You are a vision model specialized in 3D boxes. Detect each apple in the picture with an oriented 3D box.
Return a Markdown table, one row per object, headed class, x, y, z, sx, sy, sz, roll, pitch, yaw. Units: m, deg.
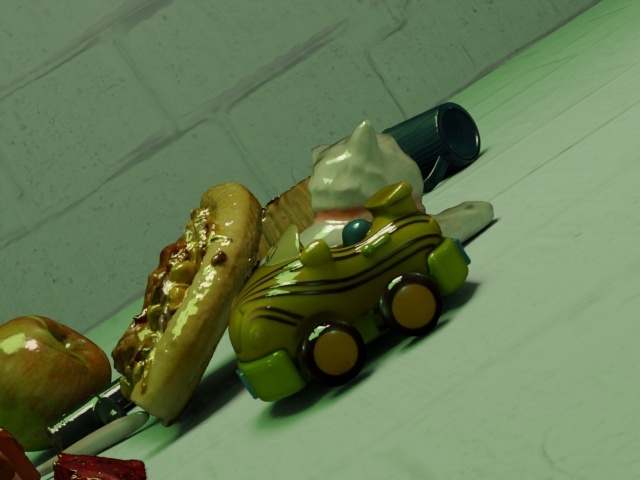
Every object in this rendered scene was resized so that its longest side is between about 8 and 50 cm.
| class | x | y | z | sx | sy | sz | roll | pitch | yaw |
| --- | --- | --- | --- | --- | --- | --- | --- | --- | --- |
| apple | -0.405 | 0.207 | 1.837 | 0.196 | 0.196 | 0.196 | -32 | 6 | 4 |

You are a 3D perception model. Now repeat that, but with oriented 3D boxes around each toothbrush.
| class | x | y | z | sx | sy | sz | roll | pitch | yaw |
| --- | --- | --- | --- | --- | --- | --- | --- | --- | --- |
| toothbrush | -0.326 | 0.278 | 1.632 | 0.307 | 0.025 | 0.029 | -30 | -1 | 26 |

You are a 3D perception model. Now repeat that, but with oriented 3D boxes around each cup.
| class | x | y | z | sx | sy | sz | roll | pitch | yaw |
| --- | --- | --- | --- | --- | --- | --- | --- | --- | --- |
| cup | 0.183 | -0.139 | 2.118 | 0.113 | 0.150 | 0.138 | 9 | -23 | -41 |

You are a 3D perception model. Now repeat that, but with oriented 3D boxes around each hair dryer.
| class | x | y | z | sx | sy | sz | roll | pitch | yaw |
| --- | --- | --- | --- | --- | --- | --- | --- | --- | --- |
| hair dryer | -0.262 | 0.220 | 1.708 | 0.173 | 0.050 | 0.195 | -36 | 11 | -27 |

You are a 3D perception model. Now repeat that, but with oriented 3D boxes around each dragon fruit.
| class | x | y | z | sx | sy | sz | roll | pitch | yaw |
| --- | --- | --- | --- | --- | --- | --- | --- | --- | --- |
| dragon fruit | -0.232 | 0.237 | 1.290 | 0.097 | 0.063 | 0.131 | -33 | 6 | -6 |

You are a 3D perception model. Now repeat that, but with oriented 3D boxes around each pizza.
| class | x | y | z | sx | sy | sz | roll | pitch | yaw |
| --- | --- | --- | --- | --- | --- | --- | --- | --- | --- |
| pizza | -0.160 | 0.078 | 1.558 | 0.278 | 0.114 | 0.409 | -51 | 13 | 43 |

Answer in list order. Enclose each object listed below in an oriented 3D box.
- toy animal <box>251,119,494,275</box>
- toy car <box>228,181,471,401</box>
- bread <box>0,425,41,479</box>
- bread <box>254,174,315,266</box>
| class | x | y | z | sx | sy | sz | roll | pitch | yaw |
| --- | --- | --- | --- | --- | --- | --- | --- | --- | --- |
| toy animal | 0.000 | 0.000 | 1.530 | 0.266 | 0.188 | 0.308 | -46 | 16 | -27 |
| toy car | 0.013 | 0.043 | 1.235 | 0.248 | 0.142 | 0.200 | -32 | 5 | -11 |
| bread | -0.474 | 0.334 | 1.506 | 0.295 | 0.114 | 0.327 | -36 | 7 | -8 |
| bread | -0.048 | 0.009 | 1.838 | 0.240 | 0.139 | 0.240 | -33 | 3 | 2 |
